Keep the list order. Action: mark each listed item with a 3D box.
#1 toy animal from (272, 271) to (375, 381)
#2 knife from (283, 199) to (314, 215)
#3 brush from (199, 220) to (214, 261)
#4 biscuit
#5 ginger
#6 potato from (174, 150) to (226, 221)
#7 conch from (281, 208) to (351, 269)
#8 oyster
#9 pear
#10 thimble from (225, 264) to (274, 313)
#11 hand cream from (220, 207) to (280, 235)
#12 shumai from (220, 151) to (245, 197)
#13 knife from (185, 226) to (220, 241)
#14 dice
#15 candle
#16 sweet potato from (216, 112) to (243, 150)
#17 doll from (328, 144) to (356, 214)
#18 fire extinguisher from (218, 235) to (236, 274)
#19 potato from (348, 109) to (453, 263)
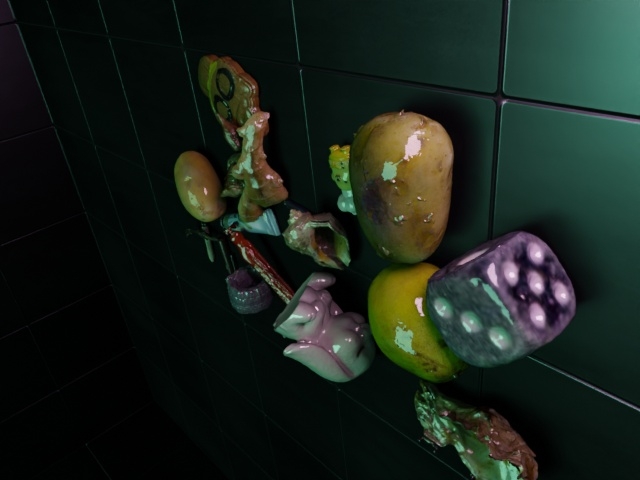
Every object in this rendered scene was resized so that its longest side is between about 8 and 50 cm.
[{"bbox_3d":[0.023,0.246,1.434,0.265,0.271,0.206,39,118,-7],"label":"toy animal"},{"bbox_3d":[-0.055,-0.077,1.447,0.121,0.018,0.031,34,137,36],"label":"knife"},{"bbox_3d":[-0.406,-0.044,1.924,0.042,0.039,0.299,21,134,29],"label":"brush"},{"bbox_3d":[-0.238,-0.372,1.446,0.290,0.041,0.208,46,145,21],"label":"biscuit"},{"bbox_3d":[-0.164,-0.176,1.432,0.148,0.081,0.333,12,130,19],"label":"ginger"},{"bbox_3d":[-0.380,-0.169,1.710,0.150,0.146,0.233,-28,91,26],"label":"potato"},{"bbox_3d":[0.000,0.000,1.332,0.207,0.130,0.155,51,161,-12],"label":"conch"},{"bbox_3d":[0.336,0.441,1.220,0.337,0.133,0.197,24,134,45],"label":"oyster"},{"bbox_3d":[0.205,0.163,1.114,0.269,0.213,0.212,55,149,32],"label":"pear"},{"bbox_3d":[-0.219,0.151,1.716,0.150,0.150,0.097,29,139,38],"label":"thimble"},{"bbox_3d":[-0.215,-0.059,1.651,0.256,0.055,0.088,2,116,45],"label":"hand cream"},{"bbox_3d":[-0.224,-0.181,1.534,0.139,0.105,0.123,3,117,23],"label":"shumai"},{"bbox_3d":[-0.413,-0.023,1.900,0.222,0.021,0.045,7,127,45],"label":"knife"},{"bbox_3d":[0.310,0.101,0.951,0.183,0.182,0.182,60,147,5],"label":"dice"},{"bbox_3d":[-0.173,0.084,1.648,0.051,0.048,0.329,-40,92,25],"label":"candle"},{"bbox_3d":[-0.238,-0.286,1.441,0.049,0.049,0.117,-12,117,55],"label":"sweet potato"},{"bbox_3d":[0.062,-0.132,1.211,0.106,0.062,0.162,16,128,53],"label":"doll"},{"bbox_3d":[-0.313,0.067,1.887,0.049,0.035,0.173,-8,113,14],"label":"fire extinguisher"},{"bbox_3d":[0.149,-0.095,1.026,0.210,0.173,0.307,17,125,44],"label":"potato"}]
